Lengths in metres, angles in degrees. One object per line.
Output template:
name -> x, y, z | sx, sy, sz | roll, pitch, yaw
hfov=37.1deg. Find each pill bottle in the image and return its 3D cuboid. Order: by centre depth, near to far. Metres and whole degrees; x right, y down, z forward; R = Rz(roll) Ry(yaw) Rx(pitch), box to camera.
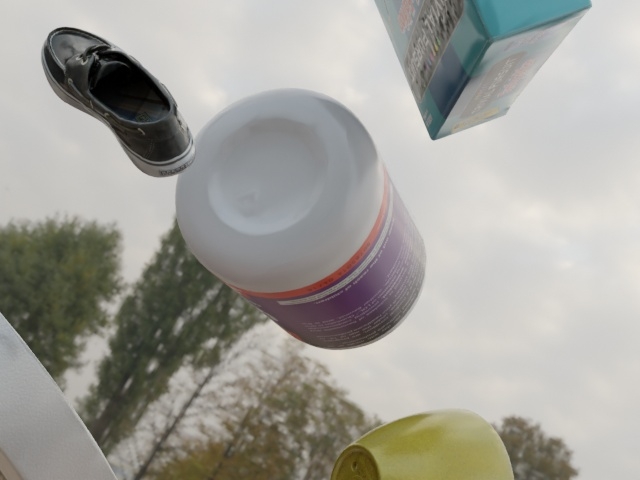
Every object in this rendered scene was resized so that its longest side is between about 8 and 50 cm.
pill bottle -> 0.000, 0.000, 0.920 | 0.181, 0.181, 0.323 | 20, -13, 23

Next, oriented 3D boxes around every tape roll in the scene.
tape roll -> -0.341, 0.152, 0.953 | 0.392, 0.072, 0.392 | 37, -30, 25

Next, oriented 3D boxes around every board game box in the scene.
board game box -> 0.078, -0.274, 0.759 | 0.254, 0.079, 0.336 | 101, -32, -81

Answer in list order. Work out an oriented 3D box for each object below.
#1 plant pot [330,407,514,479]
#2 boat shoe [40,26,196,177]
plant pot -> 0.063, 0.188, 0.711 | 0.095, 0.134, 0.134 | 13, -9, -31
boat shoe -> -0.119, -0.091, 0.549 | 0.142, 0.049, 0.040 | 42, -24, 31
